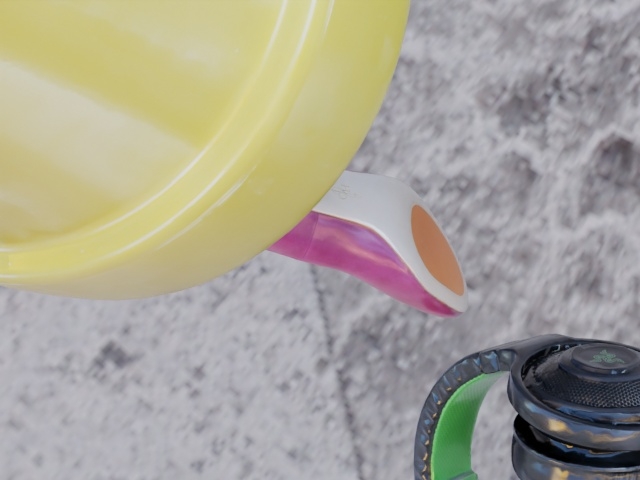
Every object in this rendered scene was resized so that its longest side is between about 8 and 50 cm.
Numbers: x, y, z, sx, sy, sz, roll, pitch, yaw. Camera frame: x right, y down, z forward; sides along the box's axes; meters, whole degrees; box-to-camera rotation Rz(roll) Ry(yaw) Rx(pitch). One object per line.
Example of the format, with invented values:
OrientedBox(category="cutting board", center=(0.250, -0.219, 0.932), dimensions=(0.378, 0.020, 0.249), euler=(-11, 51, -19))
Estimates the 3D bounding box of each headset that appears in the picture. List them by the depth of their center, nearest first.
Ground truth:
OrientedBox(category="headset", center=(0.228, 0.180, 1.337), dimensions=(0.394, 0.185, 0.243), euler=(-7, 96, 55))

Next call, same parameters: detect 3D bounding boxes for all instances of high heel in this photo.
OrientedBox(category="high heel", center=(0.000, 0.000, 1.344), dimensions=(0.117, 0.082, 0.244), euler=(-26, 140, 28))

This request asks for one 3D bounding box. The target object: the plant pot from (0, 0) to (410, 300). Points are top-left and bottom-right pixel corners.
OrientedBox(category="plant pot", center=(-0.126, -0.112, 0.684), dimensions=(0.254, 0.239, 0.254), euler=(-3, 83, 25))
